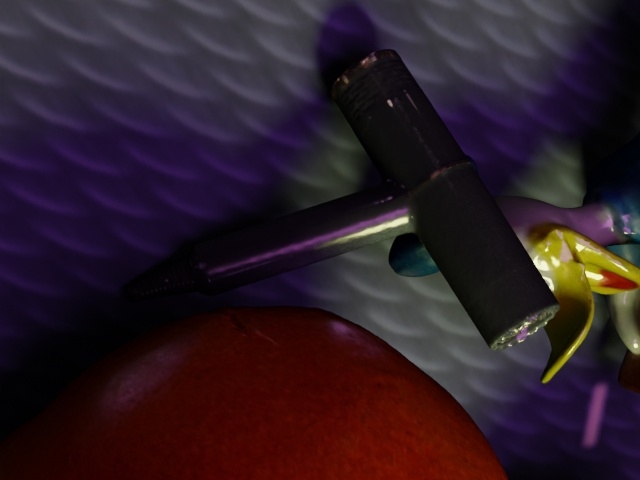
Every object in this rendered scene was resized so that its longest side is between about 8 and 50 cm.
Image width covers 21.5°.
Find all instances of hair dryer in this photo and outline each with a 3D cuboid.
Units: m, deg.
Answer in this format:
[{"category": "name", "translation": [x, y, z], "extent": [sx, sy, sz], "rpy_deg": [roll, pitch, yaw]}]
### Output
[{"category": "hair dryer", "translation": [0.003, 0.014, 0.895], "extent": [0.195, 0.173, 0.050], "rpy_deg": [-31, 162, -7]}]

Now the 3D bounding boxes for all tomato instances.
[{"category": "tomato", "translation": [-0.035, 0.188, 0.836], "extent": [0.299, 0.226, 0.298], "rpy_deg": [-17, 132, -20]}]

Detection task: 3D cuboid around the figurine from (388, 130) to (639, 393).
[{"category": "figurine", "translation": [0.191, -0.014, 1.021], "extent": [0.338, 0.204, 0.283], "rpy_deg": [-12, 119, -19]}]
